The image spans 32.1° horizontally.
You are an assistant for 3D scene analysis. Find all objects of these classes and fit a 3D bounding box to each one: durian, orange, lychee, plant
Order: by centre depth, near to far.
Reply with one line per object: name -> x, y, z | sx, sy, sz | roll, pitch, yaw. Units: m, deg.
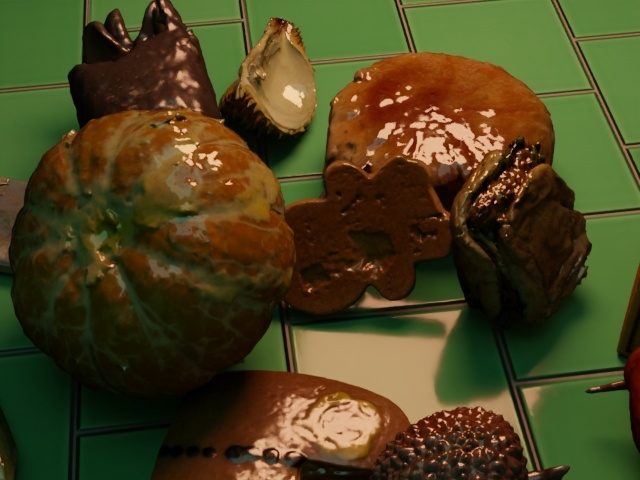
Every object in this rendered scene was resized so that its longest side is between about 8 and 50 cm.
lychee -> 0.144, 0.245, 1.093 | 0.197, 0.165, 0.165 | -2, 47, 4
orange -> -0.185, 0.015, 1.237 | 0.329, 0.249, 0.329 | -5, 80, 27
plant -> -0.235, -0.182, 1.483 | 0.188, 0.199, 0.276 | -16, 46, -6
durian -> -0.071, -0.220, 1.553 | 0.144, 0.139, 0.252 | 19, 43, 12

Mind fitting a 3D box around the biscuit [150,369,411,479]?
biscuit -> -0.045, 0.246, 1.160 | 0.262, 0.052, 0.277 | 10, 43, 11

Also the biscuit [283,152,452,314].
biscuit -> 0.036, 0.000, 1.336 | 0.249, 0.035, 0.184 | -28, 93, 7

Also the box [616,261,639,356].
box -> 0.436, -0.021, 1.318 | 0.084, 0.193, 0.301 | 15, 49, 16

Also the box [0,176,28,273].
box -> -0.401, -0.021, 1.439 | 0.285, 0.044, 0.142 | 10, 52, 11

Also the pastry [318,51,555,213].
pastry -> 0.149, -0.138, 1.474 | 0.330, 0.136, 0.329 | -2, 46, 2

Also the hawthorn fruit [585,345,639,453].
hawthorn fruit -> 0.402, 0.176, 1.140 | 0.262, 0.210, 0.210 | 24, 51, 37

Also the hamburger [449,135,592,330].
hamburger -> 0.219, -0.003, 1.314 | 0.130, 0.206, 0.183 | -2, 38, 41

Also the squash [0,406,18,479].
squash -> -0.381, 0.198, 1.215 | 0.069, 0.069, 0.239 | -21, 50, -18
